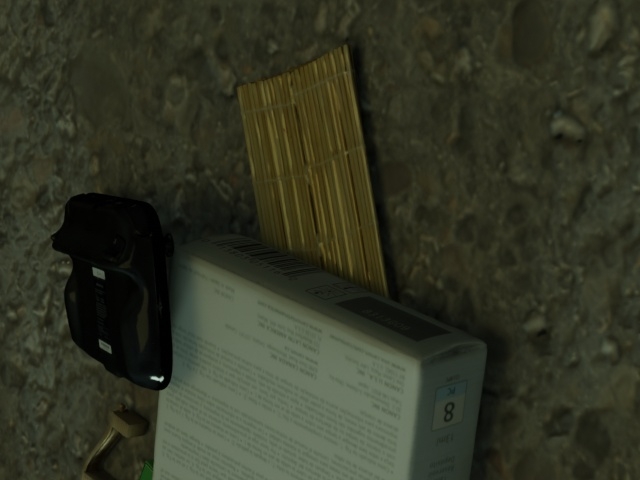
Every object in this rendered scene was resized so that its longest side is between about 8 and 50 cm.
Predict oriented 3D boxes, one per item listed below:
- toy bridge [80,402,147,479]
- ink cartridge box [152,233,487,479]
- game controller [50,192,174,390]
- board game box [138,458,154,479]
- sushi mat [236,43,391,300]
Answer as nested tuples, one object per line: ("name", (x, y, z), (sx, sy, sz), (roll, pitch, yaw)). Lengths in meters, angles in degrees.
("toy bridge", (-0.217, 0.250, 1.781), (0.063, 0.026, 0.188), (29, 113, 42))
("ink cartridge box", (-0.016, 0.219, 1.515), (0.308, 0.091, 0.385), (22, 115, 42))
("game controller", (-0.190, 0.043, 1.639), (0.319, 0.067, 0.166), (-168, 65, -71))
("board game box", (-0.090, 0.380, 1.647), (0.317, 0.046, 0.213), (41, 120, 36))
("sushi mat", (0.000, 0.000, 1.541), (0.151, 0.019, 0.316), (-13, 85, 45))
